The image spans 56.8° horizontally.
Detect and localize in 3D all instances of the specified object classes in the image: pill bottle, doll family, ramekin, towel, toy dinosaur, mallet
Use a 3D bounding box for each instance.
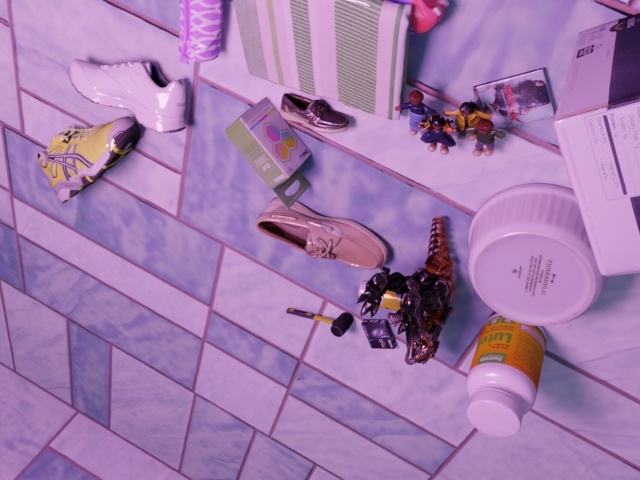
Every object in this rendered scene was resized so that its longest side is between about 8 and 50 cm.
[{"bbox_3d":[0.149,0.123,1.355,0.116,0.065,0.065,10,128,24],"label":"pill bottle"},{"bbox_3d":[0.223,-0.206,1.032,0.193,0.076,0.111,3,161,16],"label":"doll family"},{"bbox_3d":[0.378,0.273,1.215,0.136,0.246,0.136,15,130,19],"label":"pill bottle"},{"bbox_3d":[0.401,0.039,1.104,0.272,0.127,0.273,16,130,19],"label":"ramekin"},{"bbox_3d":[0.000,-0.348,1.051,0.324,0.038,0.248,21,151,16],"label":"towel"},{"bbox_3d":[0.207,0.113,1.249,0.164,0.218,0.322,-4,93,49],"label":"toy dinosaur"},{"bbox_3d":[-0.002,0.194,1.523,0.189,0.062,0.039,16,131,38],"label":"mallet"}]

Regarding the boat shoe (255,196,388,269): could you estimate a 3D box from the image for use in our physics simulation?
[{"bbox_3d":[0.000,0.000,1.321,0.302,0.098,0.109,25,133,11],"label":"boat shoe"}]

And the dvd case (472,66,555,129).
[{"bbox_3d":[0.330,-0.238,1.010,0.119,0.013,0.087,-6,120,35],"label":"dvd case"}]

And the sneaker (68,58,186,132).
[{"bbox_3d":[-0.418,-0.346,1.309,0.297,0.111,0.129,24,117,7],"label":"sneaker"}]

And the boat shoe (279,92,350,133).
[{"bbox_3d":[-0.014,-0.252,1.165,0.152,0.056,0.049,17,136,18],"label":"boat shoe"}]

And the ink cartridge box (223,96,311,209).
[{"bbox_3d":[-0.090,-0.180,1.227,0.062,0.109,0.209,-27,108,41],"label":"ink cartridge box"}]

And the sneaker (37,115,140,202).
[{"bbox_3d":[-0.590,-0.217,1.461,0.384,0.145,0.147,-23,111,38],"label":"sneaker"}]

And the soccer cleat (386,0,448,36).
[{"bbox_3d":[0.108,-0.440,0.939,0.095,0.083,0.248,-19,116,43],"label":"soccer cleat"}]

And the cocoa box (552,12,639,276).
[{"bbox_3d":[0.466,-0.154,0.767,0.228,0.347,0.231,-12,117,35],"label":"cocoa box"}]

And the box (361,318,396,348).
[{"bbox_3d":[0.146,0.233,1.473,0.067,0.018,0.083,-4,122,32],"label":"box"}]

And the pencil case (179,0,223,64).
[{"bbox_3d":[-0.229,-0.444,1.118,0.086,0.088,0.206,22,133,16],"label":"pencil case"}]
